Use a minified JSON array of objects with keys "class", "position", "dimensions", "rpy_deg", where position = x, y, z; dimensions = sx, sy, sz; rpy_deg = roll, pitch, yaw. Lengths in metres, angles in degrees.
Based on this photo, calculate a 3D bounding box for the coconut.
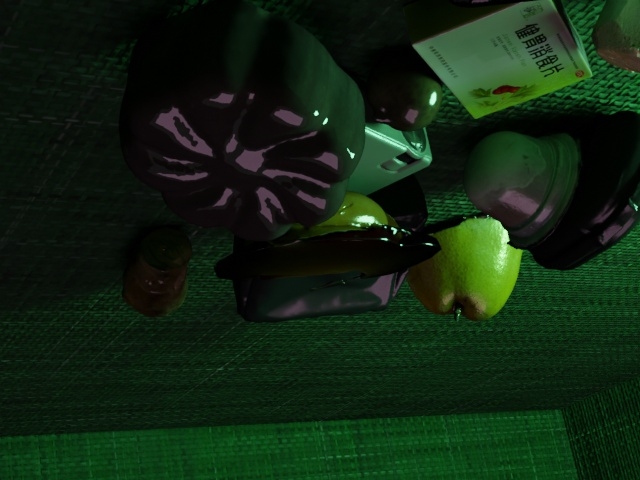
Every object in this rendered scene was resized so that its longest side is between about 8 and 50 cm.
[{"class":"coconut","position":[0.413,-0.279,1.398],"dimensions":[0.116,0.122,0.116],"rpy_deg":[22,178,1]}]

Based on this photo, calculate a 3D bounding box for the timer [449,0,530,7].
[{"class":"timer","position":[0.204,-0.338,1.190],"dimensions":[0.144,0.055,0.187],"rpy_deg":[-7,142,-1]}]

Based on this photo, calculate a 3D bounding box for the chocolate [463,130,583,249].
[{"class":"chocolate","position":[0.301,-0.102,1.762],"dimensions":[0.147,0.221,0.221],"rpy_deg":[24,149,-11]}]

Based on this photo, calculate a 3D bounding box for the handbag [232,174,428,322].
[{"class":"handbag","position":[-0.001,-0.003,1.824],"dimensions":[0.301,0.178,0.275],"rpy_deg":[-5,143,-18]}]

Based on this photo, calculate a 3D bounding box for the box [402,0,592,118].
[{"class":"box","position":[0.236,-0.256,1.441],"dimensions":[0.175,0.062,0.260],"rpy_deg":[-19,157,21]}]

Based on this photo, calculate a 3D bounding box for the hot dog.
[{"class":"hot dog","position":[0.002,-0.013,1.620],"dimensions":[0.326,0.107,0.194],"rpy_deg":[8,151,-44]}]

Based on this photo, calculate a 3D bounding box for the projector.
[{"class":"projector","position":[0.015,-0.147,1.570],"dimensions":[0.192,0.099,0.256],"rpy_deg":[-23,155,33]}]

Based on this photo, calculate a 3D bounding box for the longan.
[{"class":"longan","position":[0.109,-0.195,1.477],"dimensions":[0.113,0.113,0.092],"rpy_deg":[3,180,-31]}]

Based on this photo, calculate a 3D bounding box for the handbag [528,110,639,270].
[{"class":"handbag","position":[0.430,-0.076,1.761],"dimensions":[0.093,0.254,0.308],"rpy_deg":[32,147,-10]}]

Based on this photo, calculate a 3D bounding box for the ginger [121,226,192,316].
[{"class":"ginger","position":[-0.290,0.066,1.957],"dimensions":[0.116,0.109,0.263],"rpy_deg":[20,153,-4]}]

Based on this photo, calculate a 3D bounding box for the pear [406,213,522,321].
[{"class":"pear","position":[0.288,0.072,2.157],"dimensions":[0.266,0.178,0.267],"rpy_deg":[-11,163,-3]}]

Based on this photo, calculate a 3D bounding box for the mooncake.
[{"class":"mooncake","position":[-0.096,-0.136,1.341],"dimensions":[0.306,0.154,0.306],"rpy_deg":[2,139,1]}]
